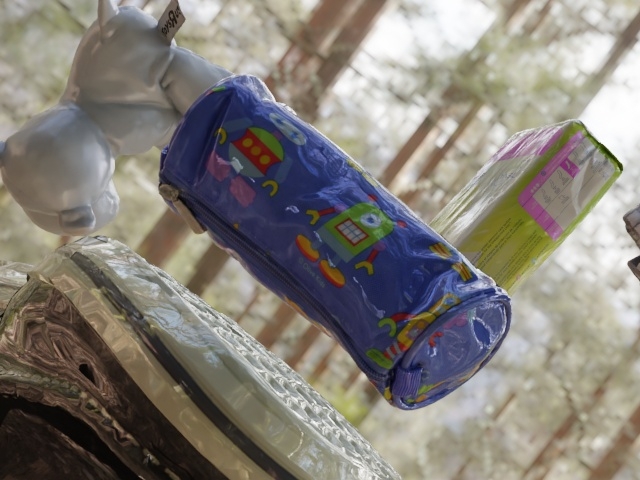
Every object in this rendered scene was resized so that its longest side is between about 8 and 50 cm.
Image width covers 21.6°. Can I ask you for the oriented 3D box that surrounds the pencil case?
[{"bbox_3d":[0.000,0.000,1.270,0.306,0.133,0.119,41,-32,26],"label":"pencil case"}]

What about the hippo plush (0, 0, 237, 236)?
[{"bbox_3d":[-0.207,-0.102,1.744,0.234,0.236,0.294,31,-17,4],"label":"hippo plush"}]

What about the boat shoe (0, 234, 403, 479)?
[{"bbox_3d":[-0.117,0.103,0.803,0.187,0.156,0.500,42,-17,-19],"label":"boat shoe"}]

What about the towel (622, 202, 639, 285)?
[{"bbox_3d":[0.423,0.028,1.466,0.121,0.235,0.283,55,2,-39],"label":"towel"}]

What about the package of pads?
[{"bbox_3d":[0.223,-0.017,2.102,0.101,0.296,0.229,45,-10,-10],"label":"package of pads"}]
